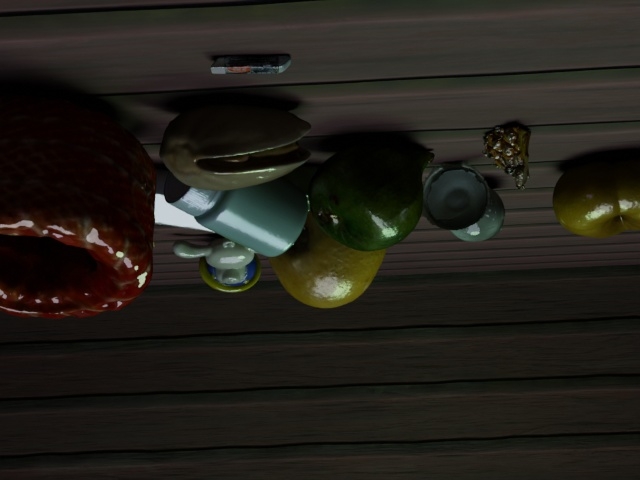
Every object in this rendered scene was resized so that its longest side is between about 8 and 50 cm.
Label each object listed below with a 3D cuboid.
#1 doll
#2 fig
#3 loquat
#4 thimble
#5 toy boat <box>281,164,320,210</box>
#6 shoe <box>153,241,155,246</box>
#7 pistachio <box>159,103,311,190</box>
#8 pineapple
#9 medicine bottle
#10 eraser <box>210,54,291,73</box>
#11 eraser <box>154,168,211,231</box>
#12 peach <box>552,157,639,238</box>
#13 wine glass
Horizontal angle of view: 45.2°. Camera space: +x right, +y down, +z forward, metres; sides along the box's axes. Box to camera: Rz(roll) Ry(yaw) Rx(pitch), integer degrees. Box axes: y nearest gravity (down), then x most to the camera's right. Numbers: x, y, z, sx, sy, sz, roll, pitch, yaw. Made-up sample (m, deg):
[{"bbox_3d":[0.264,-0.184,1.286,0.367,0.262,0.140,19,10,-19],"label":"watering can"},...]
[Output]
[{"bbox_3d":[-0.295,0.069,2.281,0.311,0.159,0.242,5,170,-23],"label":"doll"},{"bbox_3d":[0.107,-0.109,1.367,0.203,0.235,0.203,31,153,18],"label":"fig"},{"bbox_3d":[0.018,0.014,1.662,0.275,0.274,0.275,-2,171,0],"label":"loquat"},{"bbox_3d":[-0.407,-0.041,1.117,0.350,0.230,0.350,-3,150,-2],"label":"thimble"},{"bbox_3d":[-0.059,-0.103,1.470,0.293,0.093,0.055,4,152,-18],"label":"toy boat"},{"bbox_3d":[-0.502,0.008,2.131,0.069,0.072,0.109,-40,-172,-17],"label":"shoe"},{"bbox_3d":[-0.123,-0.140,1.124,0.223,0.126,0.152,-5,-154,-10],"label":"pistachio"},{"bbox_3d":[0.333,-0.143,1.313,0.077,0.114,0.114,-19,-178,-20],"label":"pineapple"},{"bbox_3d":[-0.142,-0.072,1.329,0.225,0.139,0.139,27,155,-34],"label":"medicine bottle"},{"bbox_3d":[-0.086,-0.217,0.956,0.099,0.019,0.027,-1,171,-4],"label":"eraser"},{"bbox_3d":[-0.188,-0.064,1.486,0.298,0.078,0.076,9,130,-12],"label":"eraser"},{"bbox_3d":[0.597,-0.088,1.555,0.251,0.153,0.251,-9,175,-1],"label":"peach"},{"bbox_3d":[0.315,-0.071,1.636,0.143,0.143,0.321,-6,171,23],"label":"wine glass"}]
